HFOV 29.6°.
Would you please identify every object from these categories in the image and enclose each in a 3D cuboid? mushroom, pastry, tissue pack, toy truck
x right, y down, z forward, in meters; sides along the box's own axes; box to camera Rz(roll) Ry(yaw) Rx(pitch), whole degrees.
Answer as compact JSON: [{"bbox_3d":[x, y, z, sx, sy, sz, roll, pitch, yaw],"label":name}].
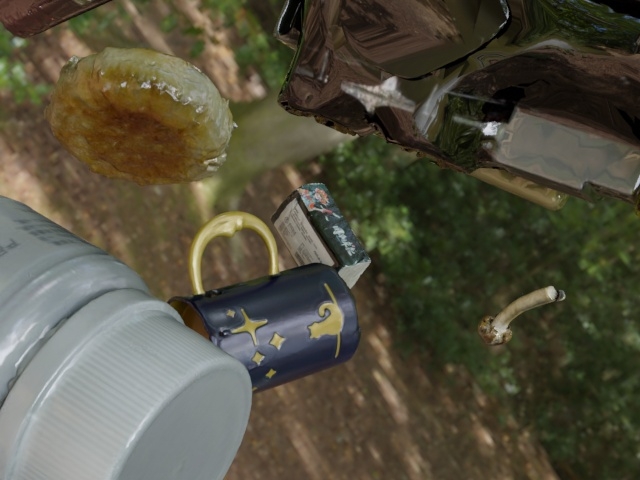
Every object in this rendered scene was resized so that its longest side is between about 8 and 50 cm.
[{"bbox_3d":[0.347,0.130,2.125,0.060,0.187,0.061,51,39,2],"label":"mushroom"},{"bbox_3d":[-0.247,-0.176,1.687,0.257,0.236,0.120,32,50,-30],"label":"pastry"},{"bbox_3d":[0.000,-0.001,2.010,0.090,0.103,0.170,-13,63,-41],"label":"tissue pack"},{"bbox_3d":[0.175,-0.096,0.766,0.405,0.180,0.254,22,2,28],"label":"toy truck"}]

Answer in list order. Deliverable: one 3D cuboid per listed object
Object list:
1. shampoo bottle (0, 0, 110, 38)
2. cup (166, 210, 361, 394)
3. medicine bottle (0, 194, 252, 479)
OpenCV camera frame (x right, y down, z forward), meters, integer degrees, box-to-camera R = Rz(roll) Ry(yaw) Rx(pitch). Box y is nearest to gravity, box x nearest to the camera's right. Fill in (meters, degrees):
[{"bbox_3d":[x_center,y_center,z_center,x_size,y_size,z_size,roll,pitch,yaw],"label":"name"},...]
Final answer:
[{"bbox_3d":[-0.242,-0.283,1.282,0.068,0.236,0.067,-15,87,-57],"label":"shampoo bottle"},{"bbox_3d":[-0.081,0.101,1.784,0.178,0.256,0.254,40,-44,44],"label":"cup"},{"bbox_3d":[-0.237,0.119,1.041,0.306,0.245,0.245,28,-7,24],"label":"medicine bottle"}]
